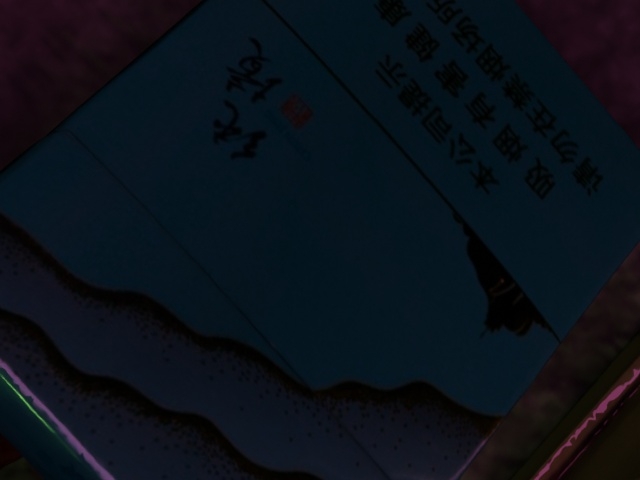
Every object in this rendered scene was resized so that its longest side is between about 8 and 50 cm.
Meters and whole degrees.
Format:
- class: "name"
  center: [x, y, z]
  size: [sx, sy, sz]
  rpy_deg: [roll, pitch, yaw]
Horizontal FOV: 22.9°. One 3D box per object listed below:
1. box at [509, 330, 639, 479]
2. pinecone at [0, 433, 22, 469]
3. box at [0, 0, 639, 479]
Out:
- class: "box"
  center: [0.135, 0.177, 0.558]
  size: [0.215, 0.086, 0.215]
  rpy_deg: [41, 92, -7]
- class: "pinecone"
  center: [-0.195, 0.112, 0.450]
  size: [0.309, 0.244, 0.244]
  rpy_deg: [5, 97, -19]
- class: "box"
  center: [0.000, 0.000, 0.492]
  size: [0.161, 0.042, 0.226]
  rpy_deg: [48, 58, -7]
